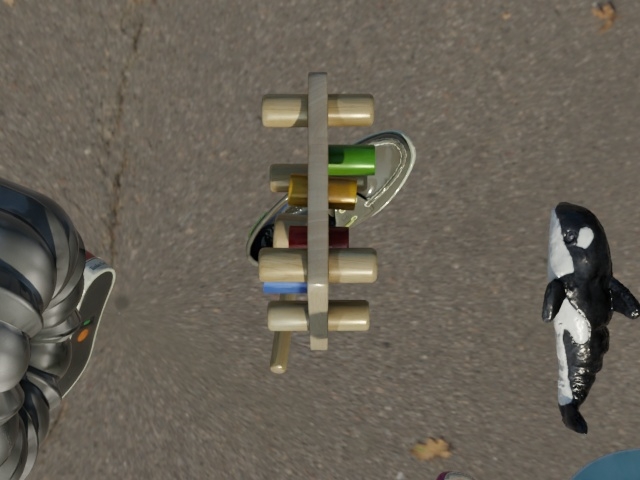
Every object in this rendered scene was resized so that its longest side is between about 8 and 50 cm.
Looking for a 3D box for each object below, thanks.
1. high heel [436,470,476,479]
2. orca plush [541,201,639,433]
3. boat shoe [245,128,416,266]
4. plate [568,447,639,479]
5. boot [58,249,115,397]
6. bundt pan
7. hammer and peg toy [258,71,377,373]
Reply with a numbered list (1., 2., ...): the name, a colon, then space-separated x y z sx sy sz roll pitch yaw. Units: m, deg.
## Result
1. high heel: 0.176 0.386 1.406 0.244 0.117 0.082 50 41 -42
2. orca plush: 0.343 0.097 1.291 0.102 0.151 0.287 2 88 29
3. boat shoe: 0.013 -0.056 1.564 0.305 0.091 0.109 -37 89 18
4. plate: 0.306 0.273 0.942 0.188 0.024 0.188 -5 44 5
5. boot: -0.370 0.090 1.301 0.176 0.088 0.244 31 112 16
6. bundt pan: -0.301 0.097 0.938 0.124 0.331 0.330 13 84 -1
7. hammer and peg toy: 0.000 0.000 1.237 0.128 0.361 0.265 0 68 0
